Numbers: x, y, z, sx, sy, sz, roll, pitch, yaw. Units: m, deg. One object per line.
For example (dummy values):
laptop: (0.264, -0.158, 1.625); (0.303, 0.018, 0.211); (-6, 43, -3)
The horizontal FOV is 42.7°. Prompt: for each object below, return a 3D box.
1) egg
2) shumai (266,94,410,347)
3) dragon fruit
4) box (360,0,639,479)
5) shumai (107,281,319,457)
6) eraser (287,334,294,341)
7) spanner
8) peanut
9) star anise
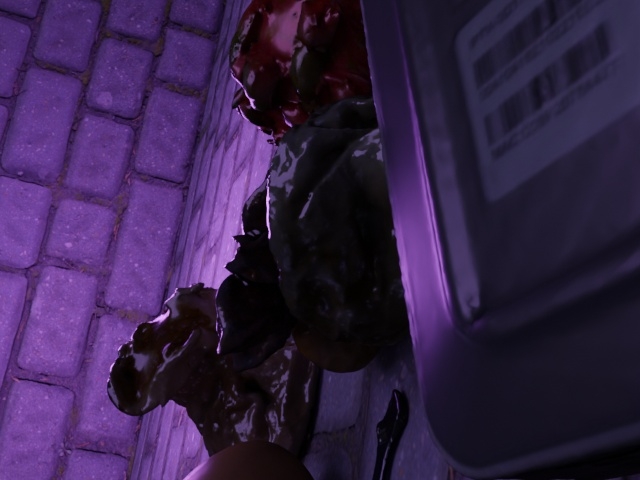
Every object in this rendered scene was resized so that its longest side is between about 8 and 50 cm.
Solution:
egg: (-0.083, 0.333, 0.879); (0.201, 0.201, 0.244); (125, 165, -51)
shumai: (0.093, -0.014, 0.704); (0.260, 0.221, 0.225); (37, -119, -68)
dragon fruit: (0.031, -0.213, 0.899); (0.303, 0.231, 0.237); (-49, 18, 38)
box: (0.167, -0.114, 0.386); (0.396, 0.111, 0.397); (-40, 50, 49)
shumai: (-0.166, 0.192, 1.166); (0.314, 0.262, 0.267); (-178, 102, -75)
eraser: (0.001, 0.000, 1.084); (0.298, 0.078, 0.076); (-92, 22, -44)
spanner: (0.057, 0.251, 0.806); (0.046, 0.012, 0.209); (171, 112, -72)
peanut: (0.028, 0.038, 0.915); (0.110, 0.120, 0.237); (-19, 45, 32)
star anise: (-0.044, 0.023, 0.769); (0.197, 0.073, 0.212); (50, -121, -72)
